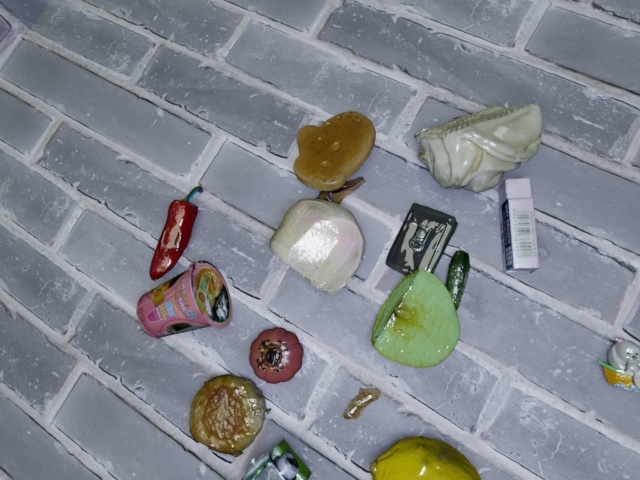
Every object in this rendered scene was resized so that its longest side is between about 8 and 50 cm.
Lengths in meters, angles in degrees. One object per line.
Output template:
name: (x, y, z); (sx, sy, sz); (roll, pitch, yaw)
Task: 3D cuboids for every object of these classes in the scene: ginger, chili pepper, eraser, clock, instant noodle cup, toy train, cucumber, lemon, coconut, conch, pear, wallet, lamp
ginger: (0.129, 0.516, 1.272); (0.137, 0.044, 0.057); (-39, 45, -6)
chili pepper: (-0.528, -0.033, 1.464); (0.110, 0.110, 0.387); (15, 81, 12)
eraser: (0.623, -0.044, 1.261); (0.086, 0.130, 0.287); (-2, 79, 13)
clock: (0.920, 0.359, 1.137); (0.231, 0.103, 0.144); (8, 88, 12)
instant noodle cup: (-0.467, 0.218, 1.355); (0.255, 0.244, 0.243); (-20, 76, 12)
toy train: (-0.167, 0.741, 1.166); (0.173, 0.249, 0.307); (43, 87, 18)
cucumber: (0.434, 0.141, 1.286); (0.069, 0.069, 0.227); (14, 83, 12)
lemon: (0.292, 0.683, 1.100); (0.322, 0.268, 0.268); (32, 85, 14)
coconut: (0.000, 0.000, 1.273); (0.297, 0.297, 0.254); (40, 86, 15)
conch: (0.048, -0.164, 1.409); (0.232, 0.086, 0.080); (-48, 50, -9)
pear: (0.310, 0.262, 1.252); (0.239, 0.139, 0.288); (34, 81, 0)
wallet: (0.337, 0.007, 1.341); (0.169, 0.052, 0.245); (26, 86, 17)
lamp: (-0.146, 0.372, 1.298); (0.182, 0.140, 0.181); (-3, 74, 11)

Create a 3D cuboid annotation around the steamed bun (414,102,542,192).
steamed bun: (0.500, -0.274, 1.265); (0.347, 0.394, 0.237); (-33, 111, -37)

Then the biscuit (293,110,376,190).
biscuit: (0.033, -0.328, 1.433); (0.287, 0.057, 0.343); (25, 70, 26)

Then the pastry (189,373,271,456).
pastry: (-0.297, 0.556, 1.298); (0.257, 0.121, 0.235); (16, 78, 15)
